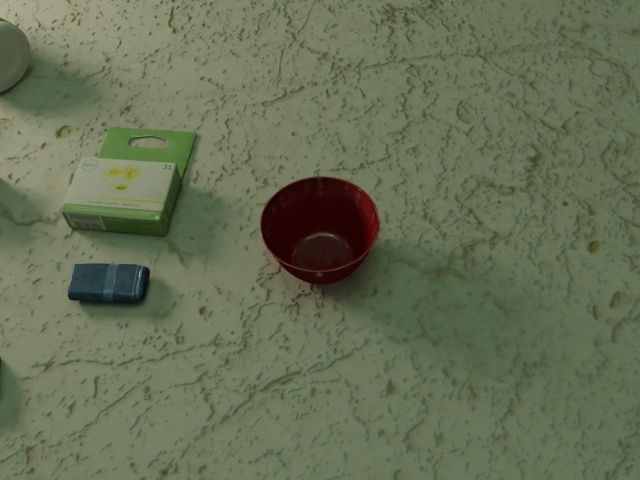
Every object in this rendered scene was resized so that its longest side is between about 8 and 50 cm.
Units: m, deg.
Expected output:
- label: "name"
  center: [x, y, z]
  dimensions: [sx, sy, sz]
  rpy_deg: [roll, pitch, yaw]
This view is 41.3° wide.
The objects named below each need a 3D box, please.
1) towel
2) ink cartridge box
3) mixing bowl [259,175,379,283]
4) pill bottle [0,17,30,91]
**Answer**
- label: "towel"
  center: [-0.330, 0.068, 1.324]
  dimensions: [0.120, 0.029, 0.067]
  rpy_deg: [2, 54, 4]
- label: "ink cartridge box"
  center: [-0.320, -0.119, 1.446]
  dimensions: [0.171, 0.056, 0.235]
  rpy_deg: [5, 56, 7]
- label: "mixing bowl"
  center: [0.000, 0.000, 1.312]
  dimensions: [0.182, 0.098, 0.181]
  rpy_deg: [-1, 54, 1]
- label: "pill bottle"
  center: [-0.684, -0.386, 1.608]
  dimensions: [0.246, 0.136, 0.136]
  rpy_deg: [29, 60, 22]
